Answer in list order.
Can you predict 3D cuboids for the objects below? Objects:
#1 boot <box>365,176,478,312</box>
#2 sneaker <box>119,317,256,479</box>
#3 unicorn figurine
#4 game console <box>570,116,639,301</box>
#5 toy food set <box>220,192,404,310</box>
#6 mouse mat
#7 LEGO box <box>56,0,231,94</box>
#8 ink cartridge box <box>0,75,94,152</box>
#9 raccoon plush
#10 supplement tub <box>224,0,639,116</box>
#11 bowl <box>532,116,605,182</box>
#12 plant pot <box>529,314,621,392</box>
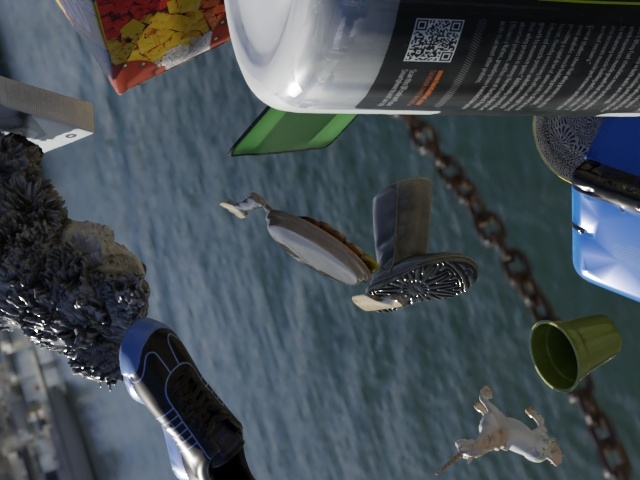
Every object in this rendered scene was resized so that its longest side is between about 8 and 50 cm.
[{"bbox_3d":[0.146,-0.006,1.810,0.076,0.189,0.209,56,-146,-33],"label":"boot"},{"bbox_3d":[-0.133,0.180,1.338,0.090,0.081,0.232,12,136,38],"label":"sneaker"},{"bbox_3d":[0.206,0.217,1.423,0.111,0.161,0.060,-100,22,-62],"label":"unicorn figurine"},{"bbox_3d":[0.469,-0.045,1.518,0.293,0.173,0.250,24,141,33],"label":"game console"},{"bbox_3d":[0.000,0.000,1.254,0.192,0.039,0.132,36,166,-13],"label":"toy food set"},{"bbox_3d":[0.007,-0.133,1.167,0.152,0.189,0.007,-46,75,26],"label":"mouse mat"},{"bbox_3d":[-0.295,-0.484,1.477,0.500,0.193,0.372,54,164,26],"label":"LEGO box"},{"bbox_3d":[-0.428,-0.139,1.526,0.223,0.224,0.045,-17,72,30],"label":"ink cartridge box"},{"bbox_3d":[-0.407,0.072,1.428,0.299,0.446,0.216,46,147,30],"label":"raccoon plush"},{"bbox_3d":[0.123,-0.180,0.776,0.207,0.337,0.207,179,90,-71],"label":"supplement tub"},{"bbox_3d":[0.359,-0.157,1.651,0.080,0.170,0.170,-65,-39,-80],"label":"bowl"},{"bbox_3d":[0.289,0.117,1.403,0.083,0.079,0.083,40,140,47],"label":"plant pot"}]
